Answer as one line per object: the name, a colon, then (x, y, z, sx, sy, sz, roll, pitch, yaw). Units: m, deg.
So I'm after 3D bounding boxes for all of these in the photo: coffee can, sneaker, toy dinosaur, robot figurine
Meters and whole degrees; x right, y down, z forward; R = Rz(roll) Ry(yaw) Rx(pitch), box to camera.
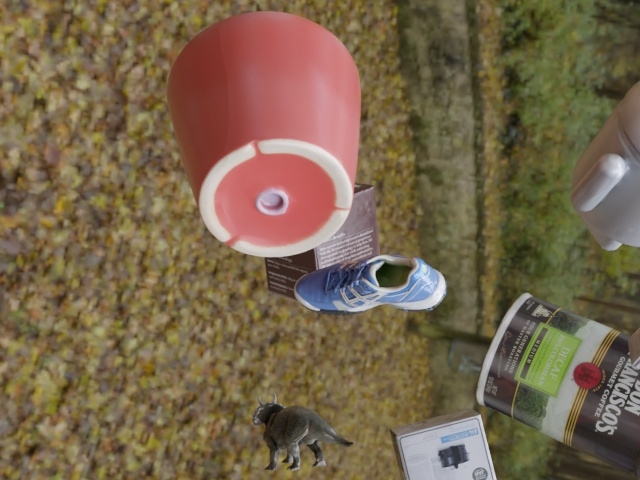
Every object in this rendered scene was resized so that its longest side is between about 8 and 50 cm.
coffee can: (0.413, 0.226, 1.484, 0.201, 0.275, 0.201, -44, 146, -40)
sneaker: (0.059, 0.051, 1.261, 0.081, 0.211, 0.080, 51, 38, -53)
toy dinosaur: (-0.063, 0.447, 2.193, 0.121, 0.314, 0.160, -5, 87, -41)
robot figurine: (0.524, -0.125, 1.457, 0.300, 0.199, 0.353, -23, 156, -24)

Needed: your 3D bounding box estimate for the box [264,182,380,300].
box: (0.000, 0.000, 1.824, 0.168, 0.167, 0.203, -19, 111, -37)

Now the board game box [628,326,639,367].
board game box: (0.607, 0.133, 1.286, 0.193, 0.305, 0.053, 112, -13, -50)

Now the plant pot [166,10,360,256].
plant pot: (-0.068, -0.127, 1.254, 0.243, 0.275, 0.275, -98, -179, -46)

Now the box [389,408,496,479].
box: (0.245, 0.475, 1.747, 0.087, 0.169, 0.289, 155, -77, -85)
